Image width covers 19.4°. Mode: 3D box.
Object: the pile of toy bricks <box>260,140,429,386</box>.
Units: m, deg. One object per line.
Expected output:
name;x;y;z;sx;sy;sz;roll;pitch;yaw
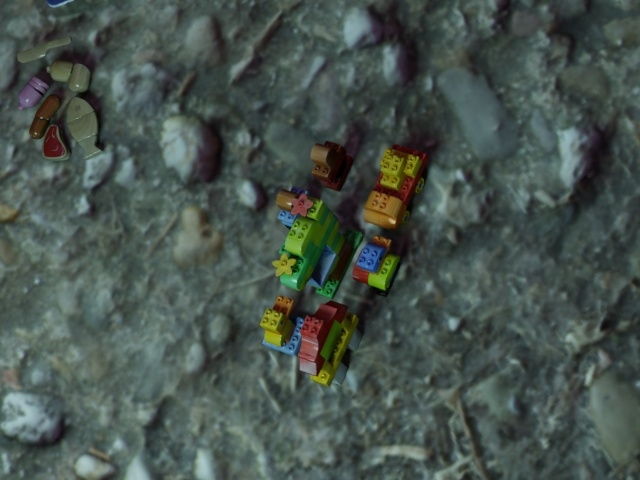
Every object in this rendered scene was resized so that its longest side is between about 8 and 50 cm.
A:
pile of toy bricks;0.000;0.000;1.521;0.118;0.105;0.212;17;76;26

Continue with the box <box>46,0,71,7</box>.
box;-0.210;-0.327;1.775;0.136;0.036;0.225;-19;62;13

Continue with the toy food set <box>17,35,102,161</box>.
toy food set;-0.241;-0.122;1.715;0.078;0.019;0.122;-17;72;14
